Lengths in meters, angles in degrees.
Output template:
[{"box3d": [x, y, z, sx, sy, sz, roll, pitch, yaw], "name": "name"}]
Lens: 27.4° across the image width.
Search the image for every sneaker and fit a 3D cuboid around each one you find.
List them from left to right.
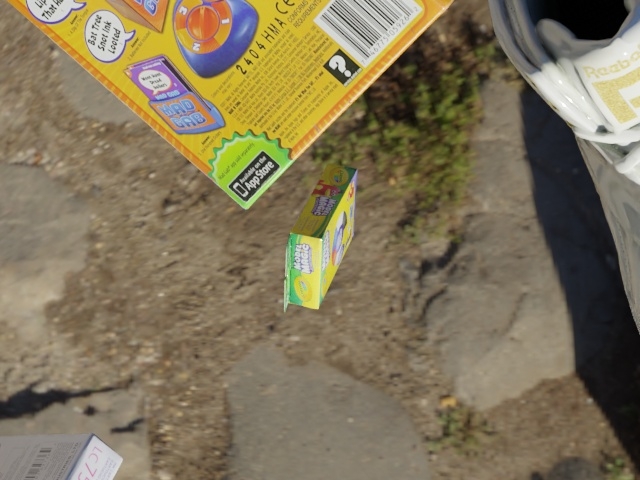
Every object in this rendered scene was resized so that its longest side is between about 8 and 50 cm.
[{"box3d": [0.153, -0.026, 0.574, 0.169, 0.108, 0.292, 31, 33, -54], "name": "sneaker"}]

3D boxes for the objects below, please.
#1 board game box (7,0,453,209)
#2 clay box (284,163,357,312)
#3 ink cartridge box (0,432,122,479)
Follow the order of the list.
[{"box3d": [-0.046, -0.331, 1.356, 0.356, 0.356, 0.356, 41, 44, -7], "name": "board game box"}, {"box3d": [0.000, 0.000, 1.903, 0.053, 0.127, 0.222, 11, 37, 11], "name": "clay box"}, {"box3d": [-0.379, 0.319, 1.542, 0.065, 0.311, 0.186, 47, 54, -31], "name": "ink cartridge box"}]
